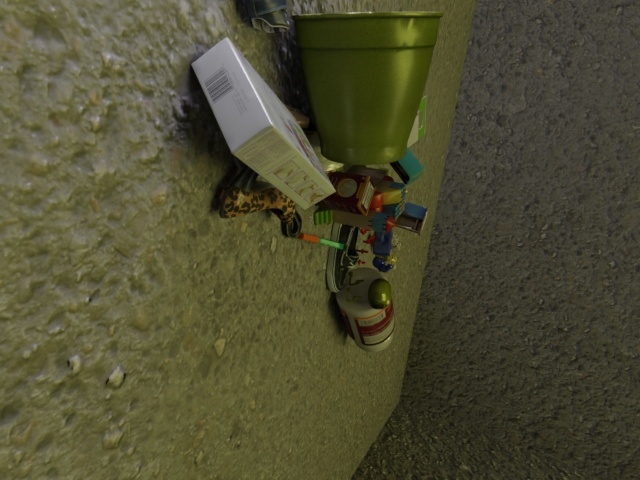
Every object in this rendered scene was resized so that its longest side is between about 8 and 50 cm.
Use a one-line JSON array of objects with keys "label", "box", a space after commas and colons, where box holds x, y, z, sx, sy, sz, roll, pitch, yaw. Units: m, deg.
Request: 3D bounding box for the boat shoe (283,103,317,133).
[{"label": "boat shoe", "box": [-0.063, -0.320, 1.188, 0.190, 0.072, 0.068, -13, 114, -63]}]

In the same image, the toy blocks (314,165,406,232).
[{"label": "toy blocks", "box": [0.179, -0.153, 1.574, 0.381, 0.260, 0.191, -46, 142, -49]}]

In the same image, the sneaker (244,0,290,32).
[{"label": "sneaker", "box": [-0.088, -0.551, 0.978, 0.226, 0.086, 0.164, -42, 129, -37]}]

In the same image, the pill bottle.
[{"label": "pill bottle", "box": [0.204, 0.311, 1.914, 0.224, 0.223, 0.392, -62, 152, -30]}]

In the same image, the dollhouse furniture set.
[{"label": "dollhouse furniture set", "box": [0.355, -0.085, 1.978, 0.303, 0.197, 0.287, 21, 87, -77]}]

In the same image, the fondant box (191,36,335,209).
[{"label": "fondant box", "box": [-0.106, -0.227, 0.951, 0.239, 0.096, 0.330, 63, 13, 23]}]

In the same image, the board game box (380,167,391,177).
[{"label": "board game box", "box": [0.264, -0.223, 1.987, 0.182, 0.043, 0.092, -66, 153, -23]}]

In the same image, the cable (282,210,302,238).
[{"label": "cable", "box": [-0.080, -0.122, 1.256, 0.139, 0.072, 0.288, -32, 131, -50]}]

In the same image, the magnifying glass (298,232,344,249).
[{"label": "magnifying glass", "box": [0.000, 0.000, 1.494, 0.230, 0.092, 0.026, 11, 95, -56]}]

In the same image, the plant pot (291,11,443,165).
[{"label": "plant pot", "box": [0.114, -0.395, 1.166, 0.366, 0.366, 0.354, -41, 136, -53]}]

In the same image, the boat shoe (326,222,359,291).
[{"label": "boat shoe", "box": [0.095, 0.063, 1.694, 0.108, 0.102, 0.302, -21, 121, -61]}]

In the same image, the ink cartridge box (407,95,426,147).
[{"label": "ink cartridge box", "box": [0.314, -0.461, 1.809, 0.255, 0.097, 0.189, -37, 139, -26]}]

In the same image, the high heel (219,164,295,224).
[{"label": "high heel", "box": [-0.155, -0.071, 1.109, 0.186, 0.093, 0.261, -58, 147, -23]}]

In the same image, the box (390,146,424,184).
[{"label": "box", "box": [0.258, -0.314, 1.561, 0.060, 0.244, 0.100, -34, 172, -3]}]

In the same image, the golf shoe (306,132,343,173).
[{"label": "golf shoe", "box": [0.071, -0.310, 1.395, 0.306, 0.115, 0.140, -32, 121, -39]}]

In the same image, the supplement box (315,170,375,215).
[{"label": "supplement box", "box": [0.066, -0.155, 1.412, 0.081, 0.188, 0.104, 44, 63, -62]}]

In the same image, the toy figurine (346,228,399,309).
[{"label": "toy figurine", "box": [0.202, 0.051, 1.694, 0.217, 0.191, 0.363, 86, 15, -61]}]
